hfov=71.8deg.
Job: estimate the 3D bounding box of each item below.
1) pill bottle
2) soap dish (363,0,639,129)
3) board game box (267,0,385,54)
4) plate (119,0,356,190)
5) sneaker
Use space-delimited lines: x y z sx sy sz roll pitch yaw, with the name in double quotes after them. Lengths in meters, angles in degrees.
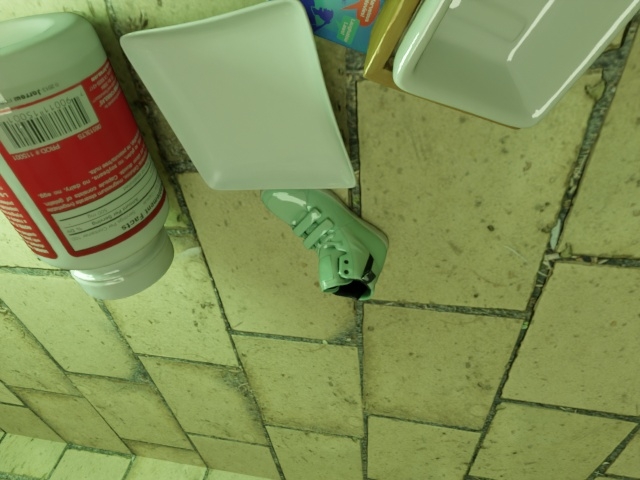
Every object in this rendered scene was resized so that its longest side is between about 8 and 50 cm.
-0.379 -0.104 0.685 0.228 0.229 0.408 2 132 13 "pill bottle"
0.195 -0.263 0.419 0.228 0.118 0.291 7 136 -26 "soap dish"
0.055 -0.308 0.510 0.210 0.047 0.160 18 134 -3 "board game box"
-0.103 -0.188 0.635 0.277 0.045 0.277 1 139 24 "plate"
0.001 0.000 0.738 0.255 0.151 0.094 30 134 -12 "sneaker"
